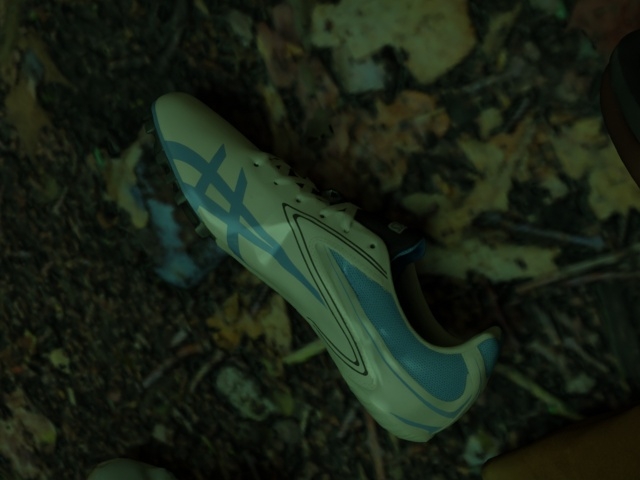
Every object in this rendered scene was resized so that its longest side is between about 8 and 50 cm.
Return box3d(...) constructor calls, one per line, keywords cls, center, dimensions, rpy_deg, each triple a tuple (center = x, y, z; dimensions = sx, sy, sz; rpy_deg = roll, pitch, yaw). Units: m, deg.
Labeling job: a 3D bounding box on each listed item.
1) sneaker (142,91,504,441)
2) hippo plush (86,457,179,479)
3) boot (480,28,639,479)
box3d(cls="sneaker", center=(0.000, 0.000, 0.759), dimensions=(0.237, 0.085, 0.086), rpy_deg=(46, 99, 11))
box3d(cls="hippo plush", center=(-0.148, 0.289, 0.825), dimensions=(0.234, 0.236, 0.294), rpy_deg=(-25, 80, 46))
box3d(cls="boot", center=(0.164, 0.066, 0.677), dimensions=(0.264, 0.096, 0.280), rpy_deg=(48, 145, 3))
